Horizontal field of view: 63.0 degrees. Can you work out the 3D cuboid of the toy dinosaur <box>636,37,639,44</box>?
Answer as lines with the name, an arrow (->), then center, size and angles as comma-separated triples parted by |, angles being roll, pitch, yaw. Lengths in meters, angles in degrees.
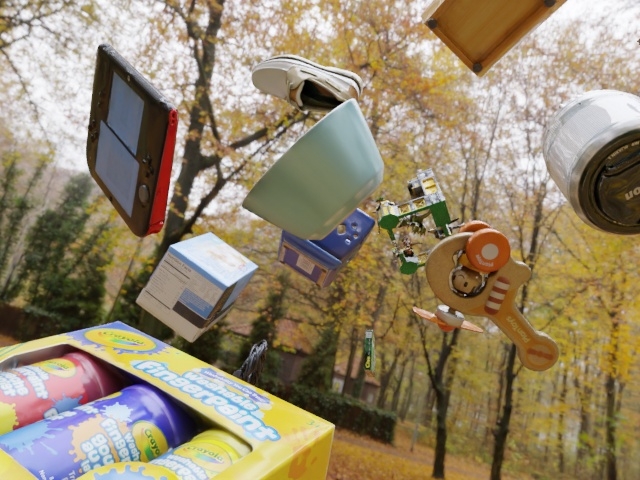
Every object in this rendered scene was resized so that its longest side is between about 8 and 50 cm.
toy dinosaur -> 0.766, -0.453, 1.003 | 0.127, 0.200, 0.295 | 23, 2, -29

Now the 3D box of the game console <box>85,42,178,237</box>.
game console -> -0.456, -0.231, 1.223 | 0.060, 0.342, 0.386 | -14, 45, -40

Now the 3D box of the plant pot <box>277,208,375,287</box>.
plant pot -> 0.000, 0.000, 1.615 | 0.236, 0.212, 0.236 | 33, -25, 5

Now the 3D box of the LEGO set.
LEGO set -> 0.301, -0.069, 1.657 | 0.254, 0.192, 0.331 | -26, -51, 16

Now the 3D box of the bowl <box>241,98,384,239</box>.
bowl -> 0.008, -0.117, 1.057 | 0.163, 0.311, 0.311 | 47, -19, -3

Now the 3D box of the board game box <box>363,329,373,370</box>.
board game box -> 0.180, 0.413, 1.883 | 0.030, 0.136, 0.260 | 3, -20, 10

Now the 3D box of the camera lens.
camera lens -> 0.557, -0.154, 0.989 | 0.219, 0.274, 0.220 | 3, -61, 6

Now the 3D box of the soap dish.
soap dish -> 0.403, -0.550, 1.227 | 0.229, 0.118, 0.291 | 43, -44, -6

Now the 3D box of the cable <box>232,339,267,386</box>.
cable -> -0.182, 0.347, 1.368 | 0.047, 0.185, 0.150 | 27, -5, 17

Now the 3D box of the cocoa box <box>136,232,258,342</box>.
cocoa box -> -0.398, 0.141, 1.753 | 0.231, 0.228, 0.347 | 35, 12, 3

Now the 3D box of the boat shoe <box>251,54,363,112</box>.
boat shoe -> -0.048, -0.399, 1.346 | 0.302, 0.103, 0.113 | 11, -44, 15

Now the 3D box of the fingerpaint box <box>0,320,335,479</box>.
fingerpaint box -> -0.269, 0.266, 0.637 | 0.444, 0.163, 0.371 | 16, 11, 31

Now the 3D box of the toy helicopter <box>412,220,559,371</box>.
toy helicopter -> 0.353, 0.145, 1.092 | 0.355, 0.235, 0.140 | 48, 10, -5
